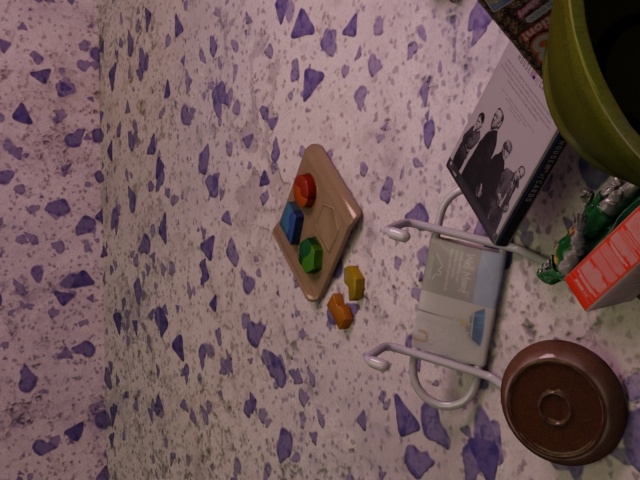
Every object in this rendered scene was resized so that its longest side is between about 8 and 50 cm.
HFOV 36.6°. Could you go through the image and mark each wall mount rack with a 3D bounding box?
[{"bbox_3d":[0.223,0.109,1.354,0.304,0.130,0.350,15,107,24],"label":"wall mount rack"}]

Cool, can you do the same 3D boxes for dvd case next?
[{"bbox_3d":[0.252,-0.139,1.268,0.179,0.030,0.238,-112,36,-45],"label":"dvd case"}]

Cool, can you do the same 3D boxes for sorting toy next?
[{"bbox_3d":[0.000,0.000,1.782,0.307,0.041,0.229,61,139,38],"label":"sorting toy"}]

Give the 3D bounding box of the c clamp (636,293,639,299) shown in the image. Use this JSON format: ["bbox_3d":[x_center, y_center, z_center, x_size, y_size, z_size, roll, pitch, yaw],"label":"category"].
[{"bbox_3d":[0.391,0.001,1.162,0.160,0.022,0.137,-59,45,40],"label":"c clamp"}]

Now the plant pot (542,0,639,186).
[{"bbox_3d":[0.355,-0.178,0.860,0.353,0.367,0.366,118,150,-88],"label":"plant pot"}]

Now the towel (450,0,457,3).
[{"bbox_3d":[0.173,-0.553,1.495,0.329,0.037,0.237,61,139,38],"label":"towel"}]

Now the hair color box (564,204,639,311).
[{"bbox_3d":[0.367,0.009,1.102,0.167,0.093,0.053,-53,55,43],"label":"hair color box"}]

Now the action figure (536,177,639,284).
[{"bbox_3d":[0.333,-0.026,1.160,0.063,0.137,0.232,32,125,2],"label":"action figure"}]

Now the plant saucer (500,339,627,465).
[{"bbox_3d":[0.304,0.211,1.238,0.168,0.029,0.168,7,102,34],"label":"plant saucer"}]

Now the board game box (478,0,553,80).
[{"bbox_3d":[0.224,-0.350,1.108,0.141,0.291,0.232,-35,44,20],"label":"board game box"}]
